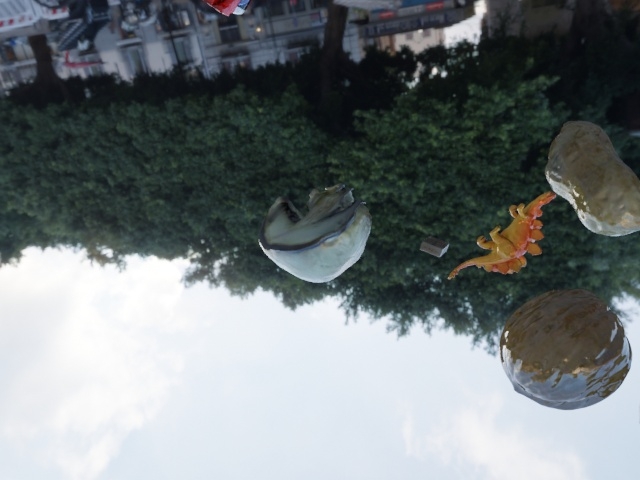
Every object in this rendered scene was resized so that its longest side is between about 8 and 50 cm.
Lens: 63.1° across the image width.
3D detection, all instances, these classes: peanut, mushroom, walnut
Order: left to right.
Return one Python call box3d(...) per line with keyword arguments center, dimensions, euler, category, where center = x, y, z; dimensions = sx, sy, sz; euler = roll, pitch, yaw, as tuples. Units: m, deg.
box3d(center=(-0.001, 0.006, 1.086), dimensions=(0.267, 0.164, 0.189), euler=(-7, -137, 38), category="mushroom")
box3d(center=(0.415, 0.190, 0.899), dimensions=(0.213, 0.213, 0.213), euler=(-9, -156, 4), category="walnut")
box3d(center=(0.368, -0.084, 0.705), dimensions=(0.100, 0.099, 0.214), euler=(-11, -135, 0), category="peanut")

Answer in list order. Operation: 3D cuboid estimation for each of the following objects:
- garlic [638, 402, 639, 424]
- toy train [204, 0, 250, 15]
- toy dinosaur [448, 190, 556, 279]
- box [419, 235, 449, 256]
box3d(center=(0.733, 0.388, 0.945), dimensions=(0.250, 0.286, 0.313), euler=(-14, -148, -31), category="garlic")
box3d(center=(-0.094, -0.419, 0.735), dimensions=(0.083, 0.204, 0.131), euler=(39, -162, 15), category="toy train")
box3d(center=(0.412, 0.013, 1.136), dimensions=(0.288, 0.117, 0.070), euler=(-49, -179, 16), category="toy dinosaur")
box3d(center=(0.278, 0.014, 1.267), dimensions=(0.053, 0.024, 0.083), euler=(22, -163, 19), category="box")
